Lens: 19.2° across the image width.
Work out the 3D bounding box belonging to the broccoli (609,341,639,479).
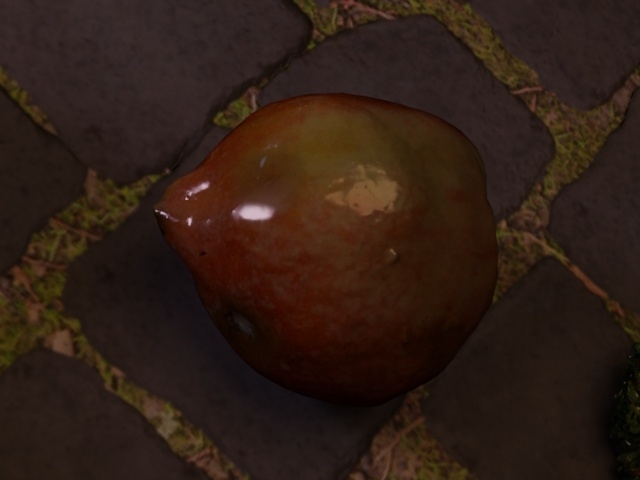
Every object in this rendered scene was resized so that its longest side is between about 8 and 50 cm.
[{"bbox_3d":[0.344,0.130,1.510,0.194,0.194,0.219,20,63,-17],"label":"broccoli"}]

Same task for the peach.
[{"bbox_3d":[0.000,0.000,1.386,0.257,0.232,0.232,1,64,-17],"label":"peach"}]
